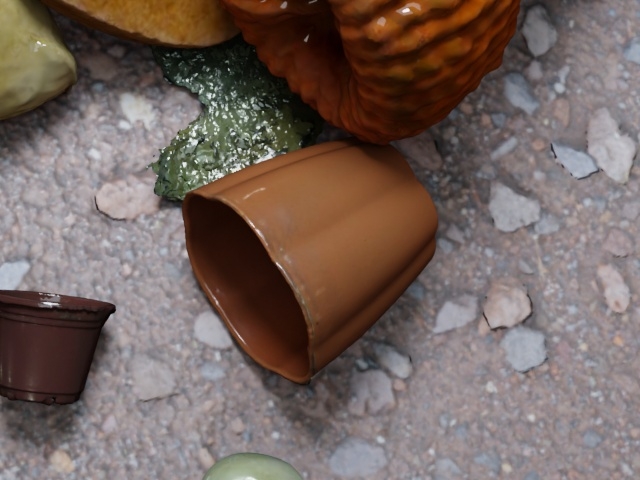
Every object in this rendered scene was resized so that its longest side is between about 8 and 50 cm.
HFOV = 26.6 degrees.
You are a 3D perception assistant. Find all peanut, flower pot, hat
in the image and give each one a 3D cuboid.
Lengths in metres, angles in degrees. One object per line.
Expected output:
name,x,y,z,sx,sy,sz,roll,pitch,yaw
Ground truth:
peanut,-0.372,-0.196,1.135,0.340,0.158,0.174,13,118,-2
flower pot,0.000,0.000,1.167,0.173,0.190,0.190,-33,87,-23
flower pot,-0.236,0.092,1.153,0.111,0.111,0.089,8,90,-7
hat,0.097,-0.297,1.137,0.285,0.285,0.400,41,69,0

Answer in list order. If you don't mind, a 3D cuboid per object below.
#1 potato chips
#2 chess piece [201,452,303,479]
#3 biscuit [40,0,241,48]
potato chips,-0.087,-0.137,1.247,0.202,0.029,0.219,8,78,-10
chess piece,-0.071,0.300,1.133,0.133,0.133,0.243,11,75,-6
biscuit,-0.092,-0.368,1.154,0.455,0.078,0.349,-48,128,-12
